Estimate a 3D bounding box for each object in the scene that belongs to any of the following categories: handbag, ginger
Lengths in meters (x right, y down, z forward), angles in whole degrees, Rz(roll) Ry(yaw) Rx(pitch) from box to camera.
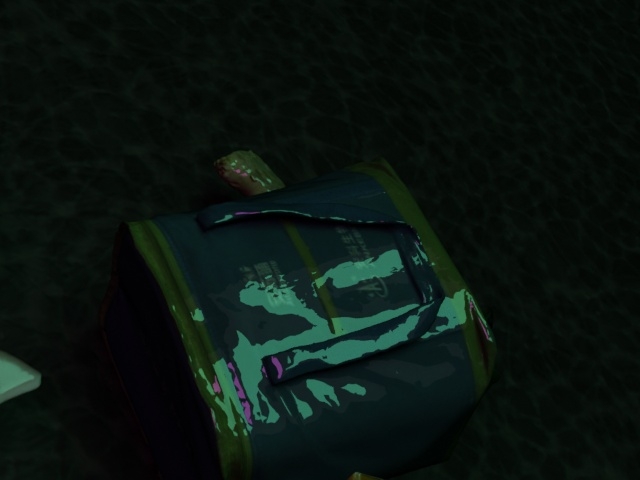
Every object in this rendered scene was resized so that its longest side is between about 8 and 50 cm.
[{"bbox_3d":[-0.024,0.080,1.085,0.241,0.222,0.263,-16,62,-25],"label":"handbag"},{"bbox_3d":[0.006,-0.006,1.330,0.258,0.065,0.149,41,34,-6],"label":"ginger"}]

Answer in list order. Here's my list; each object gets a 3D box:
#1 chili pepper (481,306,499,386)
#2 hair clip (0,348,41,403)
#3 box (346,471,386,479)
[{"bbox_3d":[0.111,0.124,1.282,0.224,0.061,0.098,-27,105,-46],"label":"chili pepper"},{"bbox_3d":[-0.365,0.090,0.945,0.282,0.113,0.172,38,41,-9],"label":"hair clip"},{"bbox_3d":[0.006,0.336,0.918,0.084,0.193,0.301,23,43,-19],"label":"box"}]
